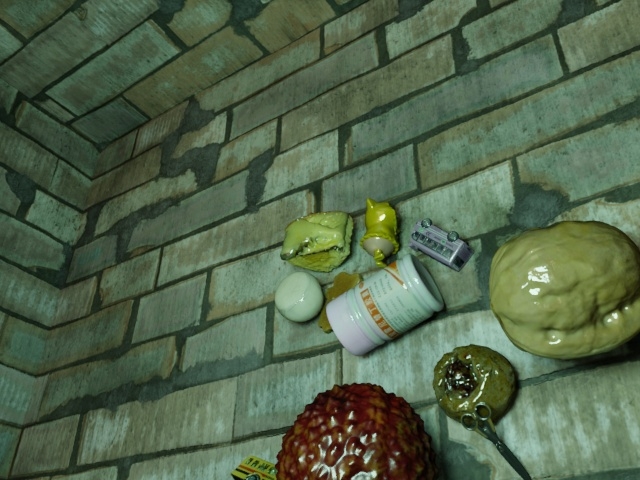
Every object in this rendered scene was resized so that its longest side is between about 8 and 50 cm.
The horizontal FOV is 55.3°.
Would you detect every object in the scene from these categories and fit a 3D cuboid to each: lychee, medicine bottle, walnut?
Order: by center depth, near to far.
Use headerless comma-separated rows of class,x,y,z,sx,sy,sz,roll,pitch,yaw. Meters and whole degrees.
walnut,0.602,0.115,1.502,0.384,0.383,0.383,-21,51,27
lychee,0.086,0.600,1.543,0.425,0.424,0.500,-16,36,31
medicine bottle,0.198,0.201,1.887,0.316,0.202,0.202,-34,46,17

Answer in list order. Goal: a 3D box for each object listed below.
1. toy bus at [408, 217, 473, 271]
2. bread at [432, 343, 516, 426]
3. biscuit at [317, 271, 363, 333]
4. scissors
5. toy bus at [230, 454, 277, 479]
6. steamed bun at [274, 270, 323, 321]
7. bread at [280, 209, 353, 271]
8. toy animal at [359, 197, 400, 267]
toy bus,0.380,0.014,1.945,0.199,0.096,0.108,32,89,43
bread,0.407,0.385,1.651,0.230,0.123,0.230,-18,54,27
biscuit,0.071,0.215,2.100,0.166,0.036,0.225,2,66,44
scissors,0.448,0.511,1.532,0.088,0.017,0.220,-43,74,16
toy bus,-0.118,0.747,1.807,0.336,0.121,0.123,1,30,43
steamed bun,-0.067,0.203,2.143,0.177,0.131,0.228,-53,24,-7
bread,0.000,0.000,2.210,0.262,0.162,0.204,-4,58,20
toy animal,0.203,-0.023,2.079,0.156,0.156,0.229,-19,49,28
